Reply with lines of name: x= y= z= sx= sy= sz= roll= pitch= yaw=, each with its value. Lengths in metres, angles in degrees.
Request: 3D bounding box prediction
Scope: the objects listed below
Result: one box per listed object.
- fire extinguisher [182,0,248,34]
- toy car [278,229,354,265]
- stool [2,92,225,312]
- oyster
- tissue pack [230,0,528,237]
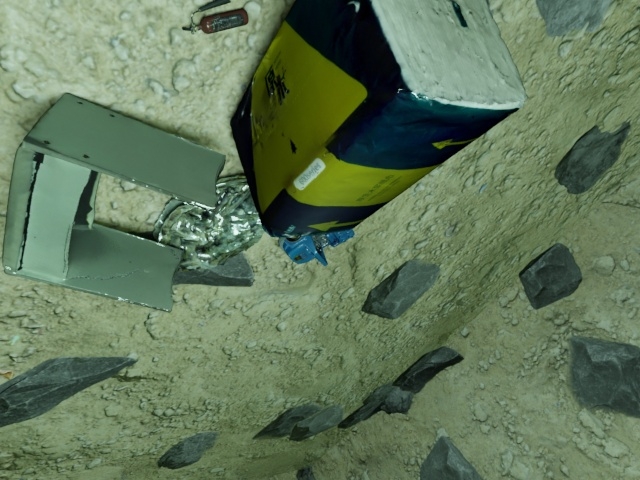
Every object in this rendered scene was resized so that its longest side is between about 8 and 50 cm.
fire extinguisher: x=-0.160 y=-0.343 z=0.715 sx=0.100 sy=0.032 sz=0.046 roll=-23 pitch=153 yaw=-21
toy car: x=0.000 y=0.000 z=1.157 sx=0.191 sy=0.100 sz=0.097 roll=-31 pitch=147 yaw=6
stool: x=-0.325 y=-0.050 z=0.753 sx=0.269 sy=0.170 sz=0.244 roll=19 pitch=124 yaw=-19
oyster: x=-0.189 y=-0.039 z=0.956 sx=0.350 sy=0.158 sz=0.162 roll=-21 pitch=170 yaw=13
tissue pack: x=0.050 y=-0.199 z=0.730 sx=0.253 sy=0.264 sz=0.416 roll=-7 pitch=162 yaw=-32
